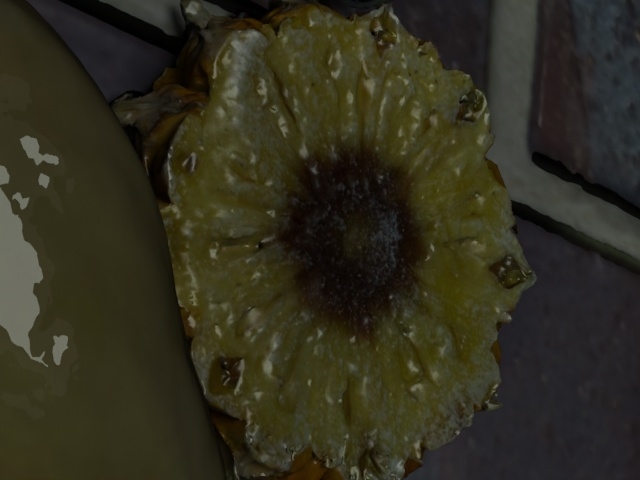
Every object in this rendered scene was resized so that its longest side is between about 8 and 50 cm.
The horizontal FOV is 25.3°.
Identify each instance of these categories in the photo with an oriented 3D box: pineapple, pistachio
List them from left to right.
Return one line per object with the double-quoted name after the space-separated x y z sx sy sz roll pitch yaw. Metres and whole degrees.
-0.096 0.021 0.391 0.136 0.135 0.226 -37 110 -41 "pistachio"
0.000 0.000 0.529 0.221 0.047 0.221 11 73 -39 "pineapple"

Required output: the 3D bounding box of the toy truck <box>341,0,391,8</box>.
-0.005 -0.236 0.535 0.268 0.124 0.155 51 46 -18 "toy truck"
